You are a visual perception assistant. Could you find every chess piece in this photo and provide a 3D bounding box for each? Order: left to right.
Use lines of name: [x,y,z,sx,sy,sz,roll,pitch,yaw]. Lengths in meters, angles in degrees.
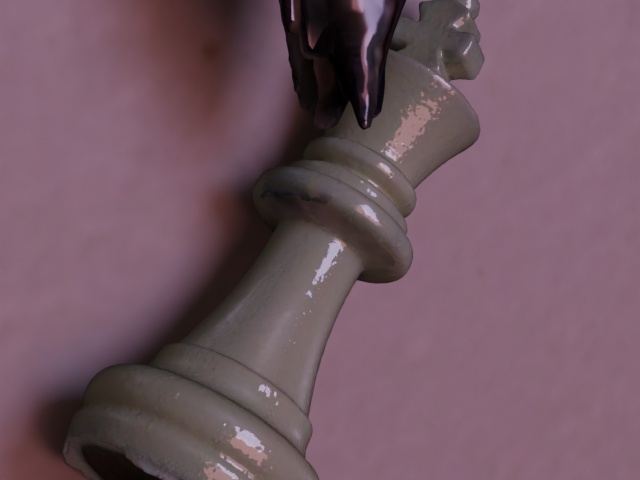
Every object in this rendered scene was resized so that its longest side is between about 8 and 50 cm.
chess piece: [0.000,0.000,0.455,0.059,0.059,0.149,44,63,-31]

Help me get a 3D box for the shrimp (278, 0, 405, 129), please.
shrimp: [0.034,-0.180,0.450,0.164,0.062,0.316,5,90,-39]
